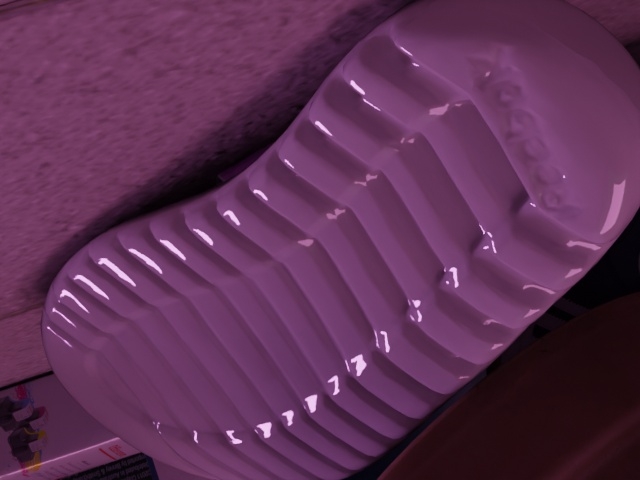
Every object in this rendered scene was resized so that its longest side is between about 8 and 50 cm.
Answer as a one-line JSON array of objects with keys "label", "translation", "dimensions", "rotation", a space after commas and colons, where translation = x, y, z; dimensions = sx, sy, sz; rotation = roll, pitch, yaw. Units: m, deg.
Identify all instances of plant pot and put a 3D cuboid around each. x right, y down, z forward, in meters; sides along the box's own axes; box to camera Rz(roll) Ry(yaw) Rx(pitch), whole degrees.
[{"label": "plant pot", "translation": [0.156, 0.191, 0.703], "dimensions": [0.263, 0.229, 0.263], "rotation": [-33, 153, -20]}]

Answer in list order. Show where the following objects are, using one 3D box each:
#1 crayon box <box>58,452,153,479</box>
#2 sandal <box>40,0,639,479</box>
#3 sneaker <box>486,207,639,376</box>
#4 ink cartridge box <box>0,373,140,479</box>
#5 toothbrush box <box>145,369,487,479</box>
[{"label": "crayon box", "translation": [-0.249, 0.235, 1.303], "dimensions": [0.203, 0.083, 0.323], "rotation": [-16, 173, -34]}, {"label": "sandal", "translation": [0.010, 0.012, 0.696], "dimensions": [0.416, 0.169, 0.102], "rotation": [-32, -166, 49]}, {"label": "sneaker", "translation": [0.168, 0.011, 0.824], "dimensions": [0.153, 0.099, 0.282], "rotation": [-1, 155, 4]}, {"label": "ink cartridge box", "translation": [-0.192, 0.135, 1.074], "dimensions": [0.181, 0.061, 0.104], "rotation": [-18, 168, -4]}, {"label": "toothbrush box", "translation": [0.035, 0.107, 0.937], "dimensions": [0.126, 0.216, 0.295], "rotation": [-29, 166, 37]}]
